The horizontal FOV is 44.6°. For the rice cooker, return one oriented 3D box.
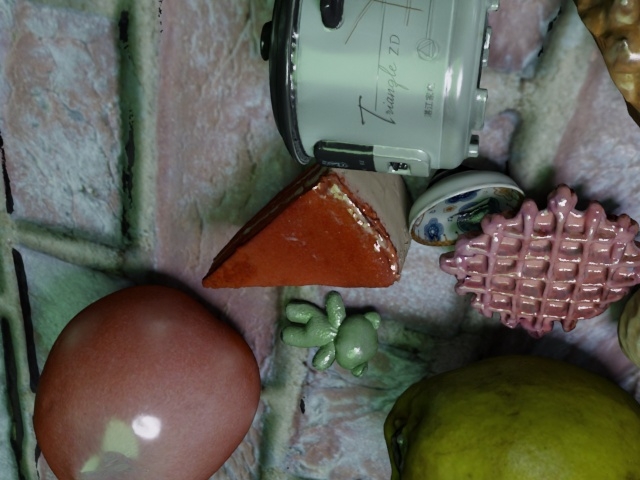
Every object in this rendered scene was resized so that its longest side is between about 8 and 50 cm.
[{"bbox_3d":[0.053,-0.188,0.769,0.227,0.280,0.241,7,85,9],"label":"rice cooker"}]

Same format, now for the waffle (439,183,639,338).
[{"bbox_3d":[0.276,0.032,0.944,0.221,0.055,0.234,37,130,-24],"label":"waffle"}]

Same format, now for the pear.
[{"bbox_3d":[0.280,0.313,0.993,0.414,0.352,0.352,32,128,-10],"label":"pear"}]

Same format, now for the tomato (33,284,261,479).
[{"bbox_3d":[-0.252,0.230,1.121,0.322,0.321,0.321,9,126,13],"label":"tomato"}]

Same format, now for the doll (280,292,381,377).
[{"bbox_3d":[0.016,0.132,1.124,0.151,0.077,0.115,16,91,20],"label":"doll"}]

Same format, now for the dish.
[{"bbox_3d":[0.165,-0.059,0.933,0.141,0.078,0.141,-11,154,-6],"label":"dish"}]

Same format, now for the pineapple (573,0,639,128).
[{"bbox_3d":[0.411,-0.230,0.656,0.357,0.223,0.223,-30,111,21],"label":"pineapple"}]

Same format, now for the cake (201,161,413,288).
[{"bbox_3d":[0.000,0.000,0.973,0.160,0.158,0.262,43,128,-12],"label":"cake"}]

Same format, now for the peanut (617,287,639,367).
[{"bbox_3d":[0.454,0.056,0.871,0.120,0.136,0.298,35,127,-3],"label":"peanut"}]
